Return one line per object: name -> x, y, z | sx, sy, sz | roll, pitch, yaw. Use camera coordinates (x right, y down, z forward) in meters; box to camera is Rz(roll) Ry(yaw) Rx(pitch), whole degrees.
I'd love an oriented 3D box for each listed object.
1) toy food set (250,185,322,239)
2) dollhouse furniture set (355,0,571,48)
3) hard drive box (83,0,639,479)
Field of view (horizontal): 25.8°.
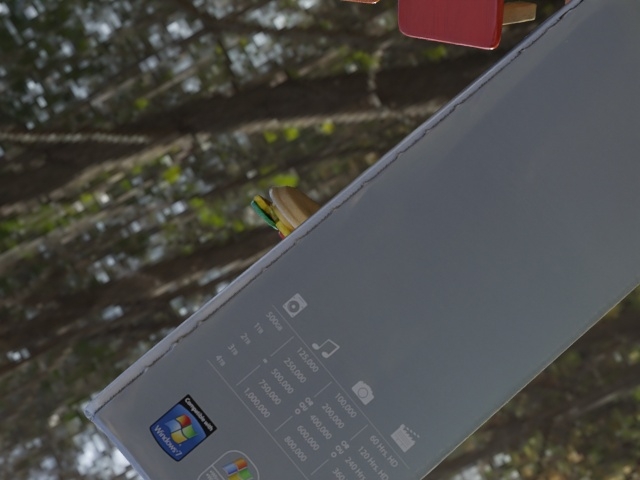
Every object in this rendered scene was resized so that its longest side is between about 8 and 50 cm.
toy food set -> 0.000, 0.000, 0.773 | 0.082, 0.020, 0.083 | 49, -168, 31
dollhouse furniture set -> 0.089, -0.257, 0.905 | 0.135, 0.262, 0.259 | -22, -61, -49
hard drive box -> 0.029, 0.020, 0.534 | 0.089, 0.232, 0.181 | 50, 172, -1
